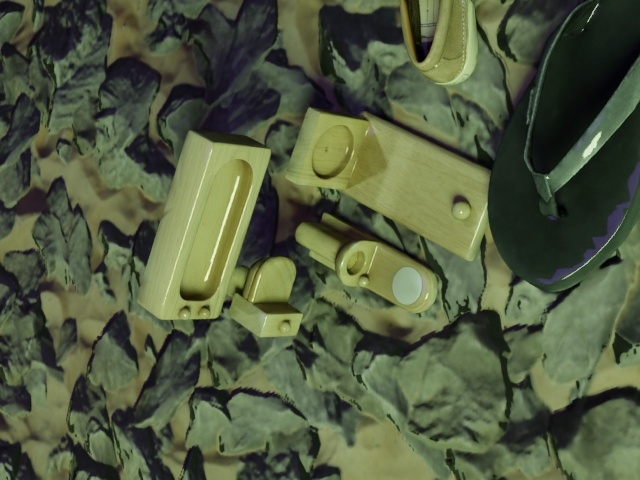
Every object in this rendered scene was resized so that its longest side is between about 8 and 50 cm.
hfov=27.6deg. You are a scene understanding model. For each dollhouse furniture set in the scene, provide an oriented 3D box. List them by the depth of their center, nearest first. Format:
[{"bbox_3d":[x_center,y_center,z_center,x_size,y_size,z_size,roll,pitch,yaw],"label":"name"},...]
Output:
[{"bbox_3d":[0.000,0.000,0.796,0.123,0.151,0.144,30,108,39],"label":"dollhouse furniture set"}]

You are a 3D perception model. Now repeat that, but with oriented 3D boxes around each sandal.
[{"bbox_3d":[0.157,-0.094,0.731,0.097,0.054,0.254,33,107,38],"label":"sandal"}]

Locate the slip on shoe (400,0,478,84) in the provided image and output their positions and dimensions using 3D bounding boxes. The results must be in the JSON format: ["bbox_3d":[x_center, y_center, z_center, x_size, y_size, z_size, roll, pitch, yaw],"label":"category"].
[{"bbox_3d":[0.069,-0.166,0.824,0.051,0.041,0.135,-8,81,41],"label":"slip on shoe"}]
